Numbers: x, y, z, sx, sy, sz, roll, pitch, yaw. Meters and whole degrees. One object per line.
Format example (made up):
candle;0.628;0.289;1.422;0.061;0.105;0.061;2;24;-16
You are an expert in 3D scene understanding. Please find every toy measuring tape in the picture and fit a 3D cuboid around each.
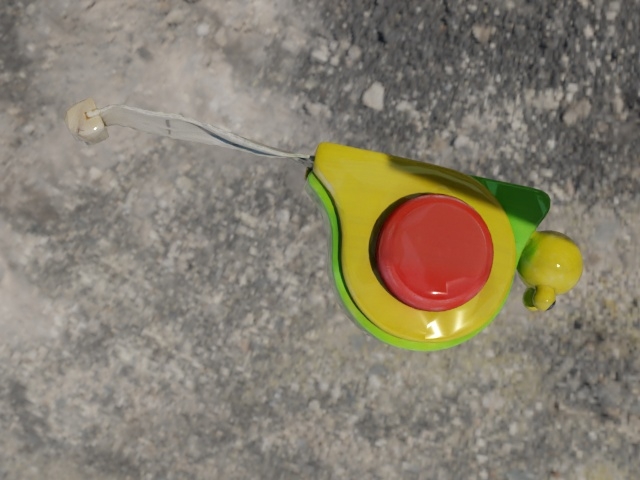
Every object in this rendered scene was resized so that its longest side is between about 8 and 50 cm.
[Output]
toy measuring tape;0.000;0.000;0.621;0.330;0.121;0.121;11;135;-5
